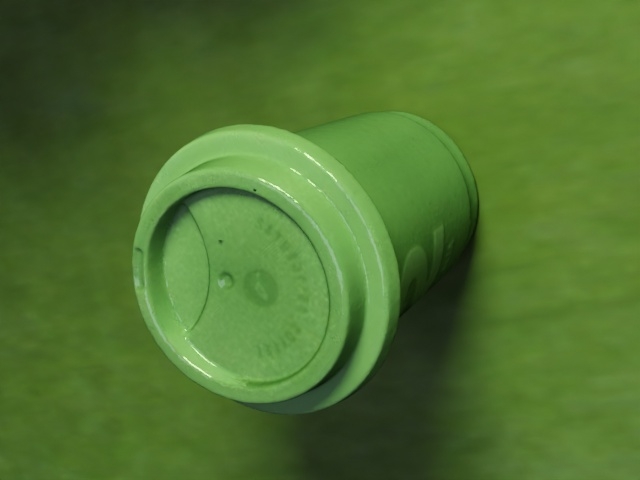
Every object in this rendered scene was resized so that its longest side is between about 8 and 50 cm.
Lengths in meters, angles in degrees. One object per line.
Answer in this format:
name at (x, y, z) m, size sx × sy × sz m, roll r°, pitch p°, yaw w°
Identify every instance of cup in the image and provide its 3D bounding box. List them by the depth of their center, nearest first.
cup at (0.000, 0.000, 0.756) m, size 0.120 × 0.141 × 0.120 m, roll 9°, pitch 110°, yaw 26°
